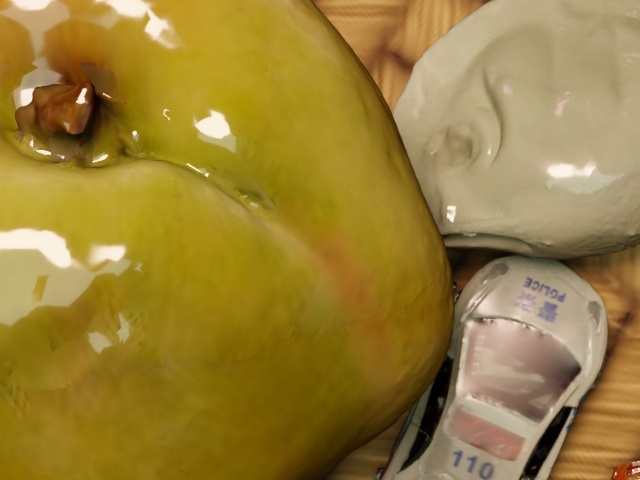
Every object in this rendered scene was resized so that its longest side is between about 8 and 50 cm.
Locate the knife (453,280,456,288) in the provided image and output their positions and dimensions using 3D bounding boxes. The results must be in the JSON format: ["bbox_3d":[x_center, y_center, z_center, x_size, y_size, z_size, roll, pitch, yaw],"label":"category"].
[{"bbox_3d":[0.000,0.000,0.649,0.170,0.010,0.023,19,104,8],"label":"knife"}]

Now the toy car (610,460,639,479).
[{"bbox_3d":[0.177,0.187,0.619,0.059,0.035,0.122,17,99,12],"label":"toy car"}]

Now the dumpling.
[{"bbox_3d":[0.137,-0.057,0.585,0.219,0.108,0.152,-10,48,-3],"label":"dumpling"}]

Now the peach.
[{"bbox_3d":[-0.108,0.012,0.513,0.314,0.315,0.281,44,59,2],"label":"peach"}]

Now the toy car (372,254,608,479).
[{"bbox_3d":[0.094,0.106,0.618,0.095,0.056,0.205,23,98,9],"label":"toy car"}]
